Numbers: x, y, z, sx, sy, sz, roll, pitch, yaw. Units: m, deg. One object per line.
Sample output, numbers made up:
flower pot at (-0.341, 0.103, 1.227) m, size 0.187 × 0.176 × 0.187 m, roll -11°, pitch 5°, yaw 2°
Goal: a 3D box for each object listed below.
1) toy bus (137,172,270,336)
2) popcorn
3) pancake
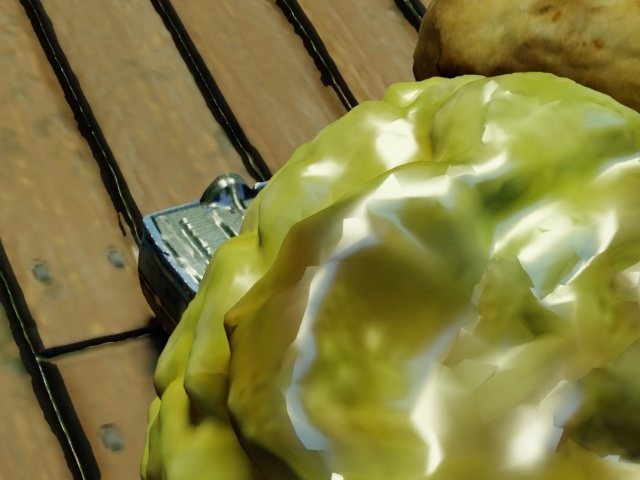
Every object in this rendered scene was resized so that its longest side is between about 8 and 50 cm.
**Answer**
toy bus at (0.000, 0.000, 0.604) m, size 0.153 × 0.061 × 0.051 m, roll -19°, pitch 53°, yaw -32°
popcorn at (0.051, 0.070, 0.439) m, size 0.206 × 0.237 × 0.251 m, roll 28°, pitch 5°, yaw -5°
pancake at (0.123, -0.036, 0.570) m, size 0.212 × 0.257 × 0.056 m, roll 40°, pitch 80°, yaw 7°
